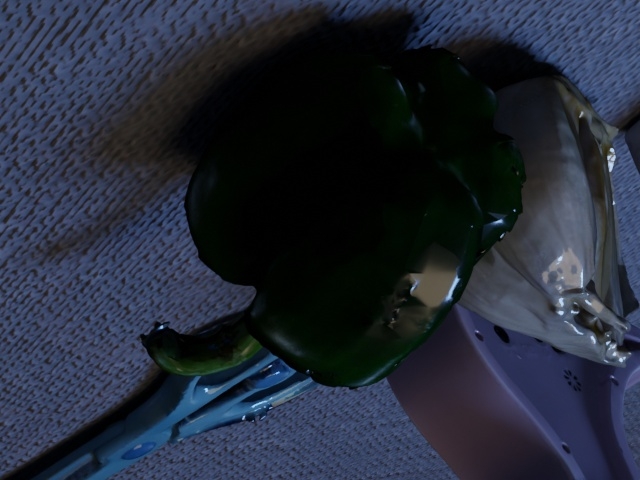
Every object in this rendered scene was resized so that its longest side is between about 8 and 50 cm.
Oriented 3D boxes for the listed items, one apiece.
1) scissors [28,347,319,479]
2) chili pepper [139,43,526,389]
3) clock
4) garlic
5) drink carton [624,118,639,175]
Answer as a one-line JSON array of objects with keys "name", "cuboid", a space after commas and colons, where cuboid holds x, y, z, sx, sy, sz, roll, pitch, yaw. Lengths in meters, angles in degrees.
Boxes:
[{"name": "scissors", "cuboid": [-0.139, 0.154, 1.485, 0.393, 0.032, 0.180, -32, 156, 18]}, {"name": "chili pepper", "cuboid": [0.000, 0.000, 1.108, 0.165, 0.174, 0.261, -36, 173, -49]}, {"name": "clock", "cuboid": [0.167, 0.112, 1.372, 0.080, 0.275, 0.290, -40, 156, 27]}, {"name": "garlic", "cuboid": [0.127, -0.007, 1.209, 0.143, 0.178, 0.229, -8, 156, 11]}, {"name": "drink carton", "cuboid": [0.349, -0.078, 1.343, 0.222, 0.102, 0.134, -7, 151, -38]}]
